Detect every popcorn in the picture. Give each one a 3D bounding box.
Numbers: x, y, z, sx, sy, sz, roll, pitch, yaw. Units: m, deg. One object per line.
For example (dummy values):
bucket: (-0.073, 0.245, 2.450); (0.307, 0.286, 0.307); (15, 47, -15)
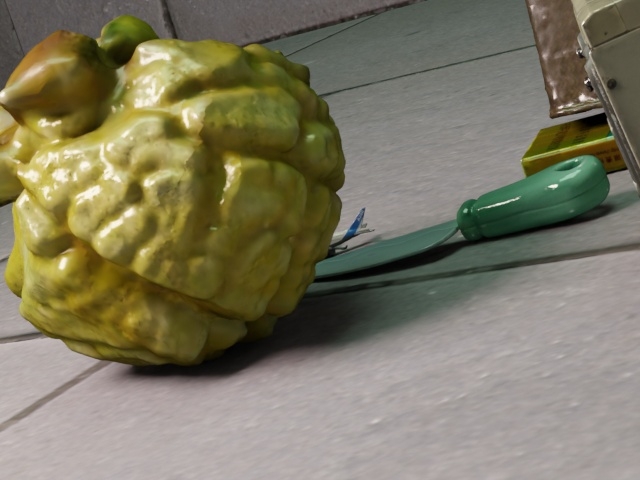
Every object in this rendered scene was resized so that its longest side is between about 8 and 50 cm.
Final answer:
popcorn: (-0.111, -0.031, 1.099); (0.258, 0.270, 0.224); (10, 64, 15)

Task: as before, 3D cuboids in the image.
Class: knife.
knife: (0.085, -0.003, 1.196); (0.260, 0.034, 0.063); (-20, 16, 21)

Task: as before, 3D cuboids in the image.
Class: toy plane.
toy plane: (0.002, 0.002, 1.294); (0.084, 0.024, 0.078); (-25, 13, -4)

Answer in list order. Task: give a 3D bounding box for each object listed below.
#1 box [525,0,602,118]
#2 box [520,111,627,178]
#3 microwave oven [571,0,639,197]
box: (0.288, -0.197, 1.404); (0.184, 0.143, 0.273); (-14, 2, 23)
box: (0.262, -0.089, 1.309); (0.193, 0.030, 0.121); (-13, 12, 19)
microwave oven: (0.232, -0.083, 0.937); (0.145, 0.194, 0.240); (-21, 11, 11)
